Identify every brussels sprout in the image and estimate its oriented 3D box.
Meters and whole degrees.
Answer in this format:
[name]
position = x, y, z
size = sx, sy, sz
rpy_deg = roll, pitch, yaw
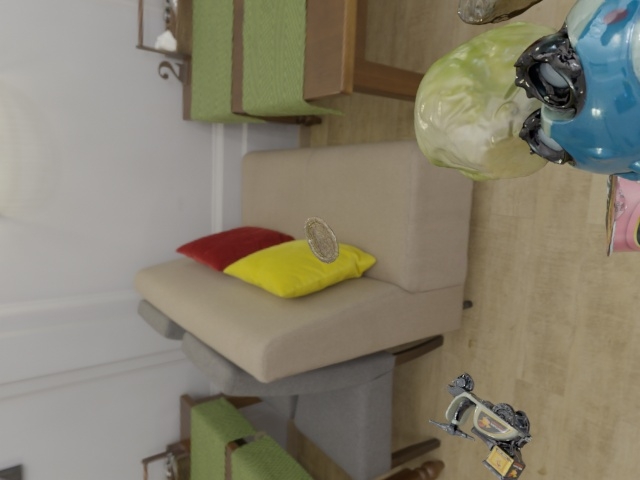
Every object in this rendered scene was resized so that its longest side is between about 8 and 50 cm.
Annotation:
[brussels sprout]
position = 0.299, -0.223, 0.797
size = 0.274, 0.316, 0.242
rpy_deg = 4, 141, 42

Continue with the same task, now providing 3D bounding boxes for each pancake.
[pancake]
position = 0.001, -0.001, 1.017
size = 0.115, 0.011, 0.114
rpy_deg = 31, 134, 38

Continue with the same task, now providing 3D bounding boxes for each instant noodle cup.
[instant noodle cup]
position = 0.651, -0.079, 0.814
size = 0.255, 0.244, 0.243
rpy_deg = 3, 96, 30

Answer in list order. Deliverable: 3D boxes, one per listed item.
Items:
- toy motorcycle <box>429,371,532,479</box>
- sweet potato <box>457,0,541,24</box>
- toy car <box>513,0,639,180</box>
[toy motorcycle]
position = 0.381, 0.431, 1.111
size = 0.157, 0.091, 0.263
rpy_deg = -58, 28, -2
[sweet potato]
position = 0.186, -0.230, 0.259
size = 0.273, 0.075, 0.075
rpy_deg = -43, 57, 21
[toy car]
position = 0.338, -0.167, 0.489
size = 0.188, 0.255, 0.190
rpy_deg = -46, 56, -2
